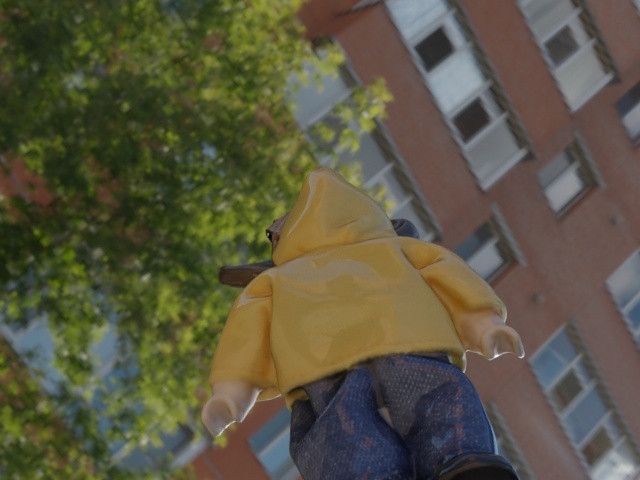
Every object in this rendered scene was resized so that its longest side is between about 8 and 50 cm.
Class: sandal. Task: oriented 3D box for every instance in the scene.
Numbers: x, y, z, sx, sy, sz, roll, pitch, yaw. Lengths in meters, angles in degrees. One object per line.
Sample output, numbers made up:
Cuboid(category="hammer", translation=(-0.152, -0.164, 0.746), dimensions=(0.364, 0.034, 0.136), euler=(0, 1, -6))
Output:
Cuboid(category="sandal", translation=(0.000, 0.000, 0.988), dimensions=(0.090, 0.219, 0.060), euler=(-2, -79, 45))

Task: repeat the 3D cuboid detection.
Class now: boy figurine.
Cuboid(category="boy figurine", translation=(0.016, 0.061, 0.684), dimensions=(0.285, 0.177, 0.092), euler=(-111, -177, -54))
